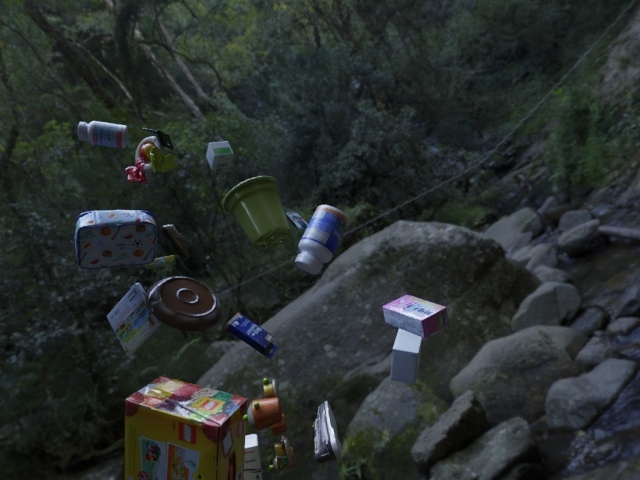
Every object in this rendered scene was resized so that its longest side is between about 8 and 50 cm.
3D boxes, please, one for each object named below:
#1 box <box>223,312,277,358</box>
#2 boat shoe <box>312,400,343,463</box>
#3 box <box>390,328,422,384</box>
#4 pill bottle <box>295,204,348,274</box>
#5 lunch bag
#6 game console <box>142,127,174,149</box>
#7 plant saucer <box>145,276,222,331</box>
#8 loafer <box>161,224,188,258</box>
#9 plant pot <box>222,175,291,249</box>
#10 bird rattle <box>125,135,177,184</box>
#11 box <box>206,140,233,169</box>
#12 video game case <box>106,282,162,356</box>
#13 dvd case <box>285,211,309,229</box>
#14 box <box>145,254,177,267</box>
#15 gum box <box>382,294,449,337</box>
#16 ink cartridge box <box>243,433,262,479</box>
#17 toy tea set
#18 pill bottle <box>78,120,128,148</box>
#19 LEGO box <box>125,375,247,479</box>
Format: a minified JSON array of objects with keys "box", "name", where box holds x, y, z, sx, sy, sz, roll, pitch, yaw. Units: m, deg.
[{"box":[-0.275,0.389,1.927,0.036,0.225,0.136,-56,-1,13],"name":"box"},{"box":[0.015,0.758,1.874,0.097,0.116,0.324,-23,15,0],"name":"boat shoe"},{"box":[0.315,0.416,1.712,0.091,0.129,0.170,7,17,16],"name":"box"},{"box":[0.000,0.000,1.979,0.271,0.153,0.152,-65,5,-19],"name":"pill bottle"},{"box":[-0.794,0.003,1.820,0.304,0.115,0.243,-3,-50,-27],"name":"lunch bag"},{"box":[-0.719,-0.450,2.084,0.071,0.107,0.122,-20,1,5],"name":"game console"},{"box":[-0.540,0.241,1.899,0.311,0.311,0.050,-29,-28,-60],"name":"plant saucer"},{"box":[-0.539,-0.001,1.772,0.056,0.147,0.050,-20,15,47],"name":"loafer"},{"box":[-0.262,-0.107,2.114,0.276,0.253,0.276,-26,-20,-10],"name":"plant pot"},{"box":[-0.779,-0.369,2.151,0.254,0.206,0.143,-16,-17,33],"name":"bird rattle"},{"box":[-0.487,-0.413,2.276,0.101,0.087,0.102,-13,-28,-29],"name":"box"},{"box":[-0.761,0.322,1.914,0.227,0.206,0.026,-44,-21,18],"name":"video game case"},{"box":[-0.108,-0.091,2.185,0.087,0.119,0.013,-2,-50,-49],"name":"dvd case"},{"box":[-0.858,0.116,2.550,0.179,0.043,0.105,-14,-5,-19],"name":"box"},{"box":[0.293,0.234,1.480,0.107,0.062,0.188,-21,18,-29],"name":"gum box"},{"box":[-0.313,0.895,1.868,0.149,0.202,0.086,-8,11,-10],"name":"ink cartridge box"},{"box":[-0.174,0.649,1.580,0.125,0.335,0.200,-13,4,-5],"name":"toy tea set"},{"box":[-0.802,-0.393,1.738,0.160,0.087,0.087,5,-19,-16],"name":"pill bottle"},{"box":[-0.472,0.779,1.647,0.373,0.499,0.193,8,11,18],"name":"LEGO box"}]
